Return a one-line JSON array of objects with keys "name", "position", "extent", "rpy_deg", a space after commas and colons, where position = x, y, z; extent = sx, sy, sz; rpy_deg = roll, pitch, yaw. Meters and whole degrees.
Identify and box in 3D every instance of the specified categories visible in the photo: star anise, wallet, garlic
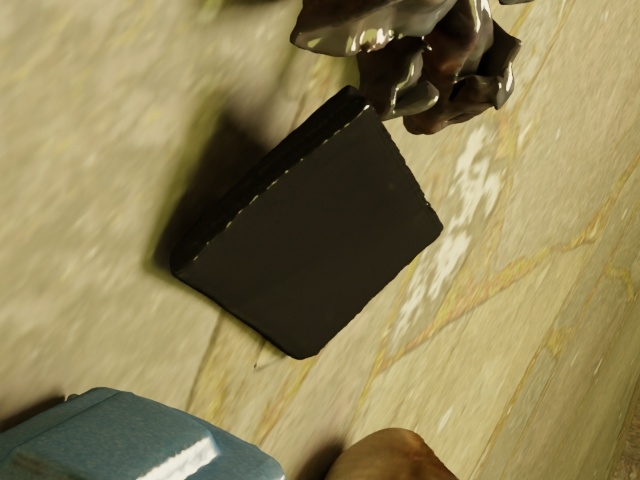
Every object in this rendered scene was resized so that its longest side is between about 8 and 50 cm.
[{"name": "star anise", "position": [0.074, -0.147, 0.719], "extent": [0.198, 0.110, 0.257], "rpy_deg": [-67, 155, -4]}, {"name": "wallet", "position": [0.000, 0.000, 0.744], "extent": [0.124, 0.025, 0.244], "rpy_deg": [-44, 161, 0]}, {"name": "garlic", "position": [0.042, 0.204, 1.004], "extent": [0.115, 0.128, 0.207], "rpy_deg": [-18, 142, -7]}]

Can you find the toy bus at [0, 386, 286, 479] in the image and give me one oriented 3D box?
[{"name": "toy bus", "position": [-0.108, 0.144, 0.514], "extent": [0.234, 0.116, 0.134], "rpy_deg": [-26, 130, -61]}]
